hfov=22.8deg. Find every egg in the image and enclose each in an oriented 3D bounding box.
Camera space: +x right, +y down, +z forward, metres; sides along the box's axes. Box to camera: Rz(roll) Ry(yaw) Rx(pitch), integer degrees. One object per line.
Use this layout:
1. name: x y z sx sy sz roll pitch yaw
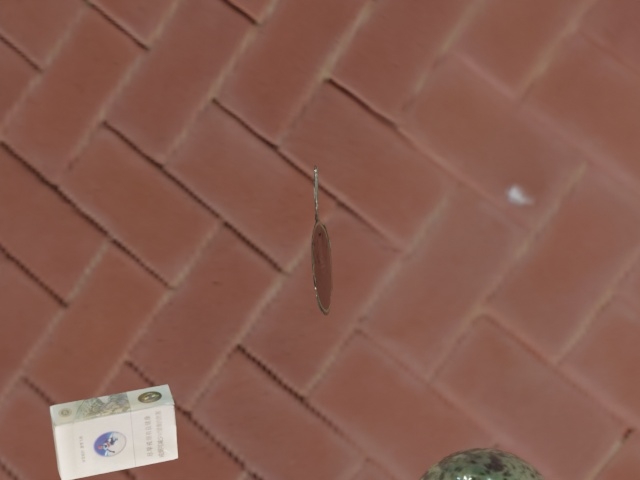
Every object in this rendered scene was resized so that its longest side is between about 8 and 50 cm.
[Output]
1. egg: 0.133 0.244 1.333 0.132 0.172 0.132 3 67 -6

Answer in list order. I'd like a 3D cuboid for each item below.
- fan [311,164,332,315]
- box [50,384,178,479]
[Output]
1. fan: 0.000 0.000 1.408 0.005 0.085 0.133 -4 93 12
2. box: -0.142 0.133 1.097 0.083 0.054 0.024 -10 39 -13
